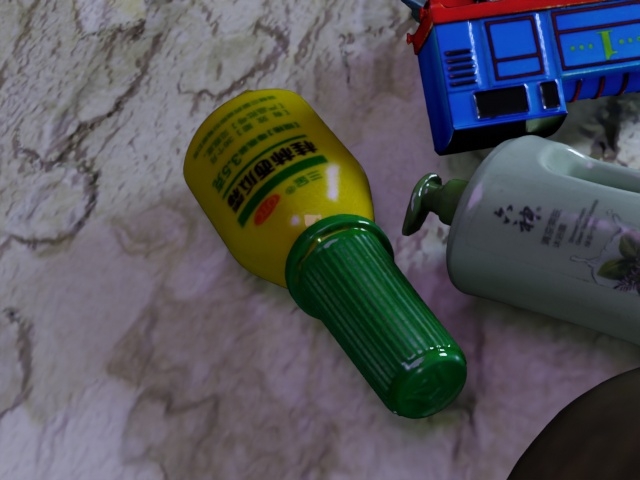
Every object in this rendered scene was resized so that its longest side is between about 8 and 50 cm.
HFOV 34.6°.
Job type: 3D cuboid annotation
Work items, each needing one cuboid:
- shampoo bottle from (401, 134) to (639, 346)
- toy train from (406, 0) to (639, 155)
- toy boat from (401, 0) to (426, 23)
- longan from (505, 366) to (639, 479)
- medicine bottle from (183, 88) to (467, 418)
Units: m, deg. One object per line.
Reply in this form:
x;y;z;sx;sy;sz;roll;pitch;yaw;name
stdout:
0.157;-0.003;0.615;0.234;0.087;0.118;17;61;34;shampoo bottle
0.168;-0.135;0.715;0.203;0.083;0.131;-9;84;-4;toy train
0.107;-0.154;0.805;0.066;0.059;0.140;-55;45;10;toy boat
0.182;0.151;0.370;0.246;0.215;0.246;-30;24;15;longan
0.000;0.000;0.689;0.111;0.076;0.309;-39;46;2;medicine bottle
